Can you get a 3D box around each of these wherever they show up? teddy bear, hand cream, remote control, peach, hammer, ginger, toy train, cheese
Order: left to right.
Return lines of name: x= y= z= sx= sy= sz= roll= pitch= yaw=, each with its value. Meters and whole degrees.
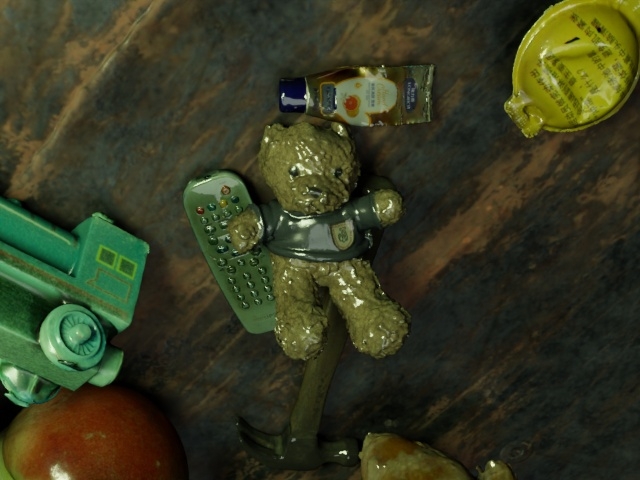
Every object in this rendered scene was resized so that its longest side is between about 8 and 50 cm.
toy train: x=-0.318 y=0.030 z=1.161 sx=0.298 sy=0.194 sz=0.120 roll=30 pitch=137 yaw=-27
peach: x=-0.270 y=0.288 z=1.350 sx=0.252 sy=0.252 sz=0.253 roll=-6 pitch=129 yaw=-8
remote control: x=-0.087 y=0.015 z=1.289 sx=0.072 sy=0.042 sz=0.222 roll=-18 pitch=128 yaw=2
teddy bear: x=-0.006 y=0.002 z=1.226 sx=0.181 sy=0.129 sz=0.252 roll=-8 pitch=94 yaw=-16
hammer: x=0.013 y=0.110 z=1.388 sx=0.168 sy=0.044 sz=0.440 roll=4 pitch=127 yaw=-17
hand cream: x=0.038 y=-0.146 z=1.189 sx=0.163 sy=0.039 sz=0.062 roll=-2 pitch=103 yaw=-11
ginger: x=0.070 y=0.365 z=1.446 sx=0.375 sy=0.256 sz=0.176 roll=-27 pitch=168 yaw=1
cheese: x=0.289 y=-0.201 z=1.185 sx=0.250 sy=0.064 sz=0.156 roll=-41 pitch=127 yaw=8
